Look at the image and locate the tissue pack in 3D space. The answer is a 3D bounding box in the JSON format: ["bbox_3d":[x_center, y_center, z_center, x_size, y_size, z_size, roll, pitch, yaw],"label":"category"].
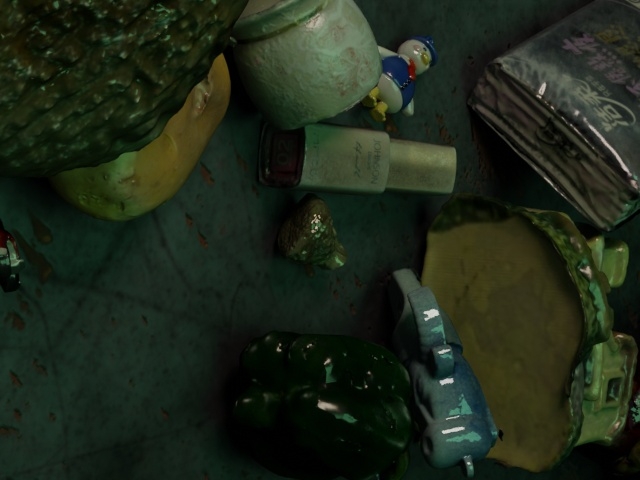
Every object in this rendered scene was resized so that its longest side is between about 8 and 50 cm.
[{"bbox_3d":[0.393,-0.189,1.830,0.361,0.259,0.122,-34,158,-36],"label":"tissue pack"}]

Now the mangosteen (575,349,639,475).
[{"bbox_3d":[0.417,0.228,1.932,0.172,0.184,0.173,11,90,-70],"label":"mangosteen"}]

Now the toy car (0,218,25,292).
[{"bbox_3d":[-0.321,-0.008,1.269,0.112,0.139,0.112,-8,81,-21],"label":"toy car"}]

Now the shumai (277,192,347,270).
[{"bbox_3d":[0.000,0.000,1.591,0.080,0.082,0.083,29,44,-22],"label":"shumai"}]

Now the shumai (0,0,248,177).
[{"bbox_3d":[-0.250,-0.276,1.158,0.324,0.323,0.397,-28,141,-12],"label":"shumai"}]

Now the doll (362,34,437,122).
[{"bbox_3d":[0.093,-0.195,1.680,0.143,0.057,0.099,-49,123,-35],"label":"doll"}]

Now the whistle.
[{"bbox_3d":[0.128,0.150,1.646,0.093,0.269,0.180,-13,146,-13],"label":"whistle"}]

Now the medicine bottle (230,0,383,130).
[{"bbox_3d":[-0.023,-0.209,1.506,0.147,0.147,0.143,-44,118,-31],"label":"medicine bottle"}]

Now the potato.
[{"bbox_3d":[-0.177,-0.125,1.379,0.150,0.146,0.234,108,9,-52],"label":"potato"}]

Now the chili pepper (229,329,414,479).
[{"bbox_3d":[0.021,0.188,1.580,0.261,0.173,0.165,26,52,-47],"label":"chili pepper"}]

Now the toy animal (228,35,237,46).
[{"bbox_3d":[-0.162,-0.301,1.414,0.070,0.079,0.253,-24,110,-16],"label":"toy animal"}]

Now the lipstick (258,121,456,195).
[{"bbox_3d":[0.049,-0.090,1.630,0.252,0.077,0.079,2,93,-43],"label":"lipstick"}]

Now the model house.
[{"bbox_3d":[0.285,0.108,1.752,0.266,0.261,0.321,-4,103,-45],"label":"model house"}]
